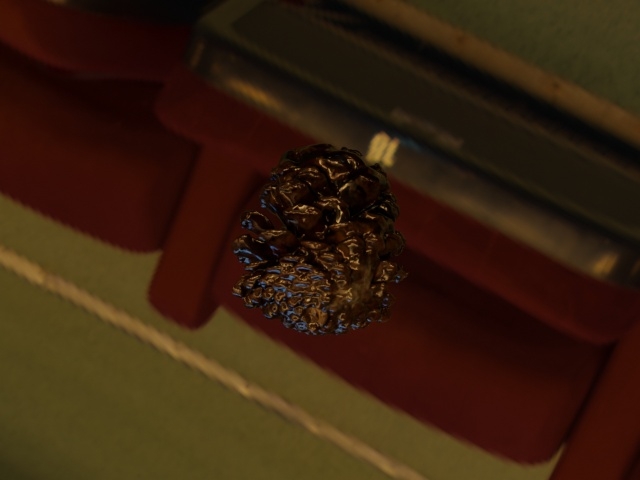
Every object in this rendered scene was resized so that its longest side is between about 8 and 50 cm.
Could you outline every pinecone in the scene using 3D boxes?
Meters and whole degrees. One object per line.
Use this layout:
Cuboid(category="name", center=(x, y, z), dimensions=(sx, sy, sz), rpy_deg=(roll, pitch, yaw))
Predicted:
Cuboid(category="pinecone", center=(0.000, 0.000, 0.670), dimensions=(0.077, 0.083, 0.077), rpy_deg=(1, 140, 1))
